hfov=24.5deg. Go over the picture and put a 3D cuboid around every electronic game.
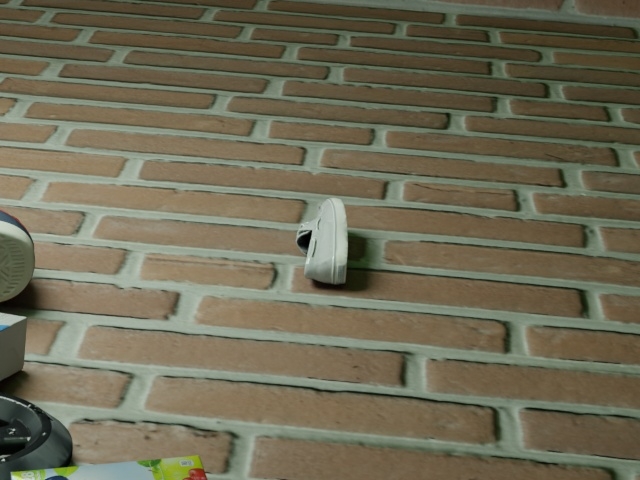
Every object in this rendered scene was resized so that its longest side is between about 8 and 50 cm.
[{"bbox_3d":[-0.353,0.197,1.409,0.229,0.048,0.229,5,17,-2],"label":"electronic game"}]

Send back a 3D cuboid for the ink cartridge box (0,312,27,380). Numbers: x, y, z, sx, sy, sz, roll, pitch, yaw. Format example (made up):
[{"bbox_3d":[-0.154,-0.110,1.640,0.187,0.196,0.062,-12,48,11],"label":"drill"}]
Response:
[{"bbox_3d":[-0.416,0.105,1.563,0.180,0.060,0.104,8,10,11],"label":"ink cartridge box"}]

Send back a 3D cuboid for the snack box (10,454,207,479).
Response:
[{"bbox_3d":[-0.169,0.270,1.249,0.175,0.070,0.207,-3,24,-14],"label":"snack box"}]

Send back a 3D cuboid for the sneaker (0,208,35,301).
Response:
[{"bbox_3d":[-0.511,0.009,1.732,0.350,0.131,0.148,5,17,-10],"label":"sneaker"}]

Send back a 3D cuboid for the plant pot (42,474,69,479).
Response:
[{"bbox_3d":[-0.224,0.290,0.911,0.212,0.236,0.236,-24,3,42],"label":"plant pot"}]

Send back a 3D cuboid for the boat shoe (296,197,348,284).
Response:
[{"bbox_3d":[0.000,0.000,1.885,0.063,0.066,0.184,3,34,-4],"label":"boat shoe"}]
